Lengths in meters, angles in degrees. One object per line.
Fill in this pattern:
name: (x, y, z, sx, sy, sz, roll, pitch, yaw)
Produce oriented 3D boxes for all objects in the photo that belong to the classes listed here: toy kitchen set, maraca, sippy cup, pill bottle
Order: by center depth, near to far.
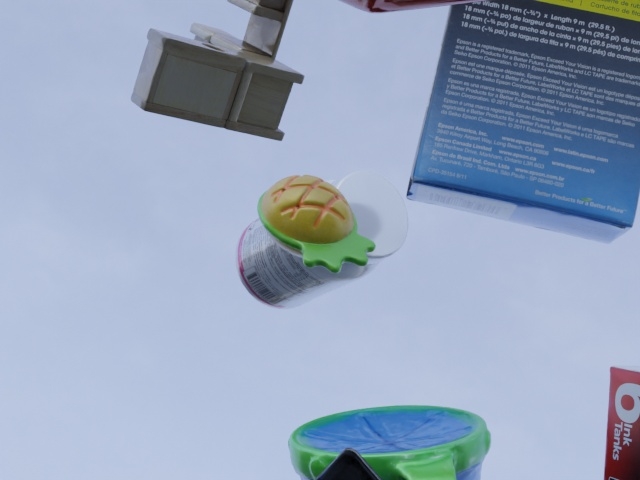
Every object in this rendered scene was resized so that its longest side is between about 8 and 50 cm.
toy kitchen set: (-0.055, -0.097, 0.491, 0.075, 0.083, 0.068, 9, -72, -37)
sippy cup: (0.087, 0.328, 1.239, 0.240, 0.305, 0.224, -4, -87, 20)
maraca: (-0.008, -0.020, 1.382, 0.127, 0.186, 0.099, -16, -46, -27)
pill bottle: (0.000, 0.000, 1.634, 0.160, 0.160, 0.283, 41, -34, -16)

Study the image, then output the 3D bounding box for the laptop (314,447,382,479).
laptop: (0.069, 0.462, 0.867, 0.408, 0.236, 0.382, 39, -82, -24)

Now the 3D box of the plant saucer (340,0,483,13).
plant saucer: (0.126, -0.167, 0.408, 0.259, 0.048, 0.258, -8, -16, -10)

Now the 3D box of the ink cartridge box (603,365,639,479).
ink cartridge box: (0.395, 0.285, 0.984, 0.130, 0.309, 0.272, 4, -1, -24)

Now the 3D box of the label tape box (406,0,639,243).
label tape box: (0.250, -0.187, 1.184, 0.240, 0.334, 0.106, 13, -10, 5)
